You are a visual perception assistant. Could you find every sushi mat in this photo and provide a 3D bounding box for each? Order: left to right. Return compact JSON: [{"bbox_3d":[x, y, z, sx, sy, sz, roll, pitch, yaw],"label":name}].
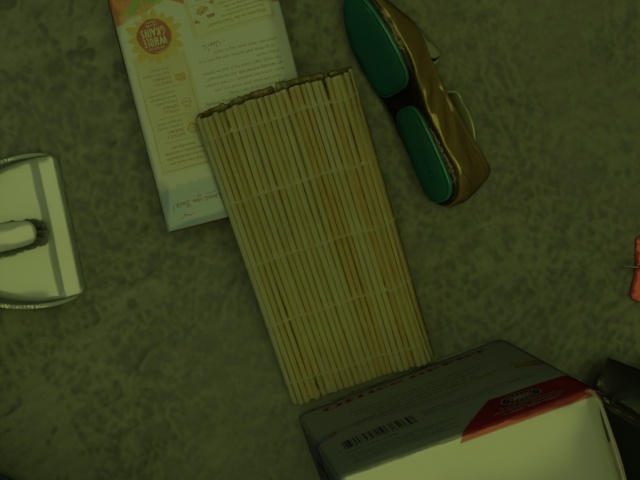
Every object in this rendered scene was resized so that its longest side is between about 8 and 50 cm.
[{"bbox_3d":[0.000,0.000,1.396,0.151,0.019,0.316,-19,113,-3],"label":"sushi mat"}]

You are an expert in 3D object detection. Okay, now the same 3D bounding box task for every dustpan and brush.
[{"bbox_3d":[-0.339,0.006,1.391,0.211,0.060,0.147,-12,93,-5],"label":"dustpan and brush"}]

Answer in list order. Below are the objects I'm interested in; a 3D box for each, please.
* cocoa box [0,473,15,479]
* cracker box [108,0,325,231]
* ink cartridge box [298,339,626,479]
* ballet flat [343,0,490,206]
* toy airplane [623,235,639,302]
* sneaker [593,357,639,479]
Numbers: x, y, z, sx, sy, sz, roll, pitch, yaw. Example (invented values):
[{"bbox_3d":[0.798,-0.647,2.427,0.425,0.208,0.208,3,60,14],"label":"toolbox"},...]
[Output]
[{"bbox_3d":[-0.281,0.350,1.264,0.231,0.347,0.228,25,88,-6],"label":"cocoa box"},{"bbox_3d":[-0.099,-0.137,1.407,0.156,0.067,0.232,-14,93,-7],"label":"cracker box"},{"bbox_3d":[0.118,0.198,1.320,0.226,0.306,0.131,-20,94,-5],"label":"ink cartridge box"},{"bbox_3d":[0.095,-0.146,1.434,0.073,0.080,0.232,-28,98,-32],"label":"ballet flat"},{"bbox_3d":[0.372,0.035,1.479,0.151,0.028,0.151,0,90,-6],"label":"toy airplane"},{"bbox_3d":[0.303,0.229,1.464,0.118,0.083,0.222,17,97,13],"label":"sneaker"}]
